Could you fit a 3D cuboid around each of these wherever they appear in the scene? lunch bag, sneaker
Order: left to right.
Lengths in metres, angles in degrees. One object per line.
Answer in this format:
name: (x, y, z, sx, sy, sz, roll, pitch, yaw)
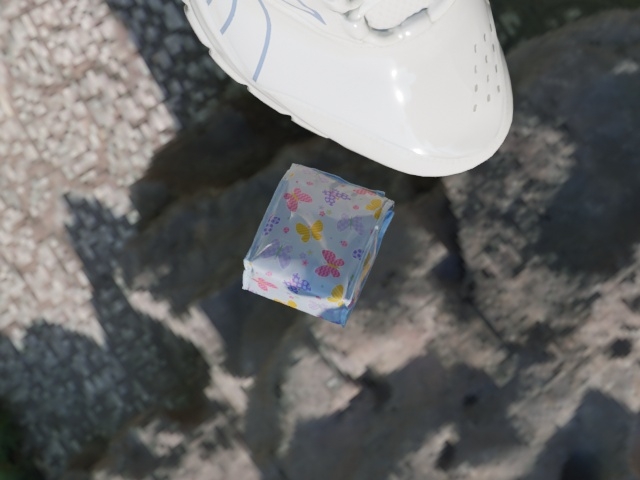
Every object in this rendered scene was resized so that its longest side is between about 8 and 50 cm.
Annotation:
sneaker: (-0.009, -0.126, 0.572, 0.297, 0.111, 0.129, 51, 175, -34)
lunch bag: (0.000, 0.000, 0.950, 0.071, 0.083, 0.053, 20, 156, 5)
